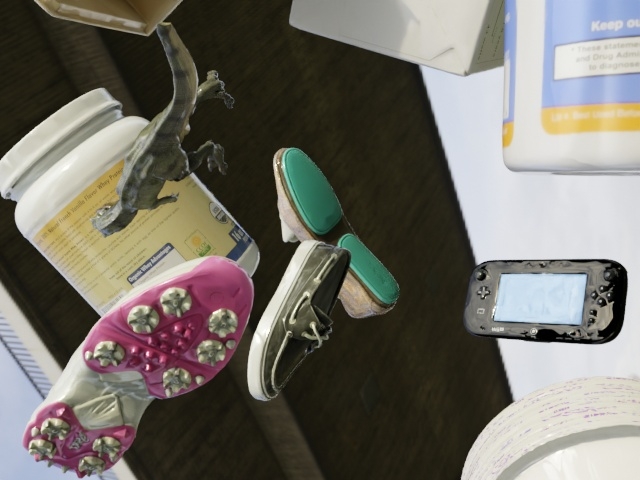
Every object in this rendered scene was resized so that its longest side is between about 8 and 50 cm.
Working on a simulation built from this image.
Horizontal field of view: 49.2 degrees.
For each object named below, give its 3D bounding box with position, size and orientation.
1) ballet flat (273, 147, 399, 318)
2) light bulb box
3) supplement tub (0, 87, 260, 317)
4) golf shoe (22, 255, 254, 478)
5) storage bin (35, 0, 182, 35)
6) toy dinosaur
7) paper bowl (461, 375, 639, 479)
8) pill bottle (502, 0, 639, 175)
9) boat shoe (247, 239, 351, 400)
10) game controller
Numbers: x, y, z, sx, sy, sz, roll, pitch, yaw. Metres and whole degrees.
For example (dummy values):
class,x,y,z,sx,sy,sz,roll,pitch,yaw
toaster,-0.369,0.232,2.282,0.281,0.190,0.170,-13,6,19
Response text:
class,x,y,z,sx,sy,sz,roll,pitch,yaw
ballet flat,0.000,0.000,1.143,0.107,0.106,0.316,-34,-89,-47
light bulb box,0.176,-0.403,0.819,0.361,0.225,0.358,-30,-41,-58
supplement tub,-0.260,-0.024,0.954,0.316,0.228,0.228,50,-135,-11
golf shoe,-0.177,0.100,0.678,0.115,0.306,0.140,38,-155,-22
storage bin,-0.177,-0.357,0.720,0.123,0.262,0.260,49,-166,-5
toy dinosaur,-0.131,-0.091,0.630,0.064,0.268,0.118,46,-136,10
paper bowl,0.285,0.289,0.685,0.148,0.284,0.284,-72,-31,-67
pill bottle,0.184,-0.174,0.399,0.152,0.152,0.272,-6,-82,-56
boat shoe,-0.024,0.100,0.880,0.078,0.070,0.219,49,-122,-54
game controller,0.429,0.116,1.357,0.067,0.319,0.166,43,-122,-39
